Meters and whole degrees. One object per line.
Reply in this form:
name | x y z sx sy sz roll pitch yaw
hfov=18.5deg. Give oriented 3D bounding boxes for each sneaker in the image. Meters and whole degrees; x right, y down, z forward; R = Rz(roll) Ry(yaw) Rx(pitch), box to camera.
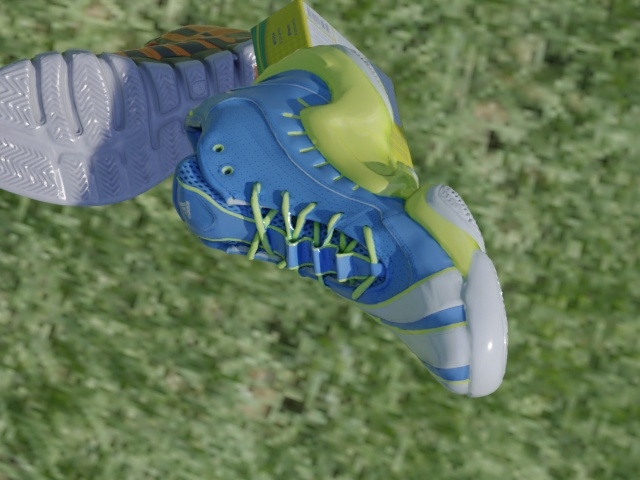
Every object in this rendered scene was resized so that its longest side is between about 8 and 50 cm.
sneaker | -0.156 -0.106 1.611 0.321 0.180 0.124 -7 101 -19
sneaker | 0.000 0.000 0.977 0.126 0.240 0.091 -16 133 -13

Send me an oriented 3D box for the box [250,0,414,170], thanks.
box | 0.015 -0.044 1.138 0.105 0.043 0.179 38 29 -43
